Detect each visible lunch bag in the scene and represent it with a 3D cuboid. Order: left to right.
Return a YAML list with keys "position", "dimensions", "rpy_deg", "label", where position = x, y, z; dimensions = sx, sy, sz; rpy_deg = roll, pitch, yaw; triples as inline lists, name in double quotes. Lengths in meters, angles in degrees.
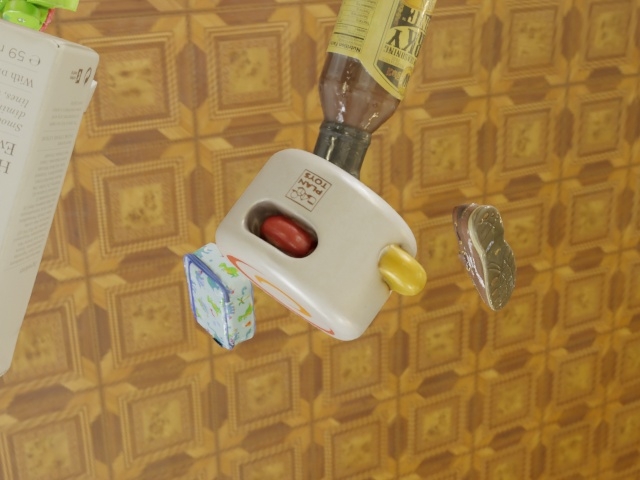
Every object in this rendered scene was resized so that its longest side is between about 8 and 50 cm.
- position: [-0.228, 0.124, 2.009]
  dimensions: [0.090, 0.176, 0.219]
  rpy_deg: [-28, 140, -27]
  label: "lunch bag"

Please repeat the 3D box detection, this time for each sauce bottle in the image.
- position: [0.063, -0.226, 1.098]
  dimensions: [0.111, 0.111, 0.344]
  rpy_deg: [12, 100, -33]
  label: "sauce bottle"

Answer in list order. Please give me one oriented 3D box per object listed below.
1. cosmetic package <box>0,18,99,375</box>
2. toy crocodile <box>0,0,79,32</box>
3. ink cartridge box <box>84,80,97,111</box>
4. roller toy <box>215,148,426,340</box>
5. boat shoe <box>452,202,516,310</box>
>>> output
- position: [-0.233, -0.028, 0.564]
  dimensions: [0.117, 0.085, 0.231]
  rpy_deg: [18, 98, 1]
  label: "cosmetic package"
- position: [-0.564, -0.429, 1.712]
  dimensions: [0.105, 0.340, 0.115]
  rpy_deg: [19, 67, -33]
  label: "toy crocodile"
- position: [-0.518, -0.279, 1.702]
  dimensions: [0.127, 0.175, 0.072]
  rpy_deg: [27, 114, -7]
  label: "ink cartridge box"
- position: [0.000, 0.000, 0.962]
  dimensions: [0.191, 0.209, 0.146]
  rpy_deg: [40, 80, -20]
  label: "roller toy"
- position: [0.228, 0.020, 1.259]
  dimensions: [0.064, 0.060, 0.178]
  rpy_deg: [-39, 127, -25]
  label: "boat shoe"
